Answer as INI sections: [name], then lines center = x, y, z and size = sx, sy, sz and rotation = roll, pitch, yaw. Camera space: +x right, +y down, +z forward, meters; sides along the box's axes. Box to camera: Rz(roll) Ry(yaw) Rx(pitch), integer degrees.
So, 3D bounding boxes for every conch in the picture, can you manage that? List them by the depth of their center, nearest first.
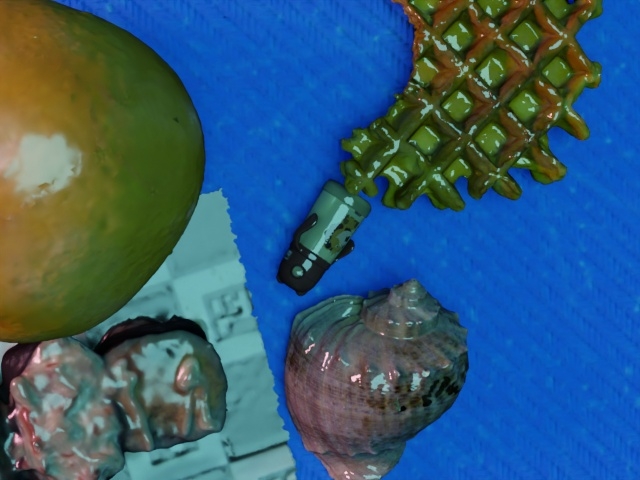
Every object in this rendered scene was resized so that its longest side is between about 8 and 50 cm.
[conch]
center = 0.043, 0.121, 1.494
size = 0.155, 0.130, 0.207
rotation = 26, 116, 19

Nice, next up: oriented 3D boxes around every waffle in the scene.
[waffle]
center = 0.121, -0.173, 1.485
size = 0.259, 0.069, 0.293
rotation = -6, 94, -14

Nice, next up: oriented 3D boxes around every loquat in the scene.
[loquat]
center = -0.218, -0.061, 1.325
size = 0.275, 0.275, 0.275
rotation = -1, 96, -12

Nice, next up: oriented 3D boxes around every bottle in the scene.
[bottle]
center = 0.001, 0.001, 1.484
size = 0.063, 0.047, 0.101
rotation = 33, 89, -24

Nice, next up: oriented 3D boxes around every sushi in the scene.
[sushi]
center = -0.213, 0.148, 1.424
size = 0.373, 0.100, 0.296
rotation = -15, 99, -10
